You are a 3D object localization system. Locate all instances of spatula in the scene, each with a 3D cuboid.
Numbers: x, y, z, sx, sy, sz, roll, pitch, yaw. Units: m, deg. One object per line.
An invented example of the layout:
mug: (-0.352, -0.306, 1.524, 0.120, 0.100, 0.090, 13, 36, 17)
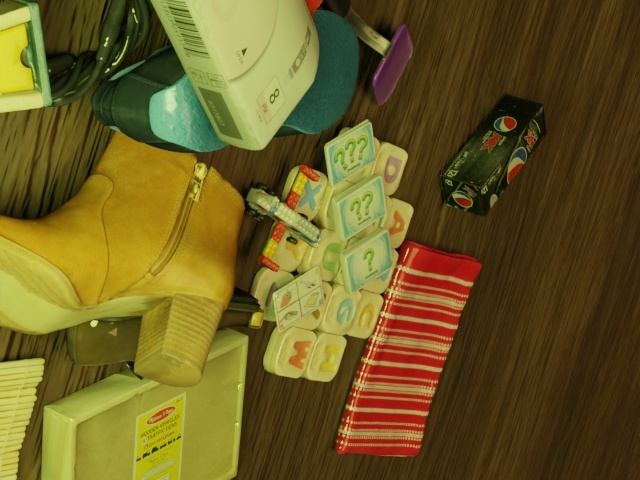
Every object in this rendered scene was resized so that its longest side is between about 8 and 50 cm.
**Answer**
spatula: (0.039, -0.228, 1.711, 0.084, 0.030, 0.296, -63, 149, -9)

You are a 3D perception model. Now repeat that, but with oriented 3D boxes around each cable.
cable: (-0.208, -0.183, 1.333, 0.184, 0.047, 0.150, -44, 148, -31)

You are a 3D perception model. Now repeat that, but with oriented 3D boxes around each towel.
towel: (0.111, 0.139, 2.031, 0.199, 0.031, 0.275, 17, 92, -59)

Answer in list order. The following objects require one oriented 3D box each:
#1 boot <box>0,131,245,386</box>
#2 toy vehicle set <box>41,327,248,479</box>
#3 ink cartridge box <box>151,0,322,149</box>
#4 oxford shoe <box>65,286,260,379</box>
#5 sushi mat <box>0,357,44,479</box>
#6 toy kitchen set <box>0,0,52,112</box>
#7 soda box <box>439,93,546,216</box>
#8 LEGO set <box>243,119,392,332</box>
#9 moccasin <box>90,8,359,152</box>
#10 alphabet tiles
boot: (-0.196, -0.018, 1.390, 0.295, 0.104, 0.211, 30, 50, -31)
toy vehicle set: (-0.169, 0.200, 1.605, 0.267, 0.035, 0.166, -22, 124, -52)
ink cartridge box: (-0.036, -0.219, 1.329, 0.232, 0.066, 0.189, -52, 142, -24)
oxford shoe: (-0.151, 0.078, 1.532, 0.227, 0.083, 0.096, -3, 111, -45)
sushi mat: (-0.346, 0.179, 1.326, 0.316, 0.019, 0.151, -3, 108, -58)
toy kitchen set: (-0.184, -0.161, 1.167, 0.122, 0.207, 0.166, -16, 114, -26)
soda box: (0.218, -0.107, 2.036, 0.169, 0.060, 0.053, -50, 145, -32)
LEGO set: (0.000, 0.000, 1.722, 0.244, 0.060, 0.182, -31, 124, -40)
moccasin: (-0.079, -0.158, 1.480, 0.342, 0.117, 0.138, -14, 109, -60)
alphabet tiles: (0.019, 0.020, 1.826, 0.278, 0.021, 0.284, 18, 91, -60)
